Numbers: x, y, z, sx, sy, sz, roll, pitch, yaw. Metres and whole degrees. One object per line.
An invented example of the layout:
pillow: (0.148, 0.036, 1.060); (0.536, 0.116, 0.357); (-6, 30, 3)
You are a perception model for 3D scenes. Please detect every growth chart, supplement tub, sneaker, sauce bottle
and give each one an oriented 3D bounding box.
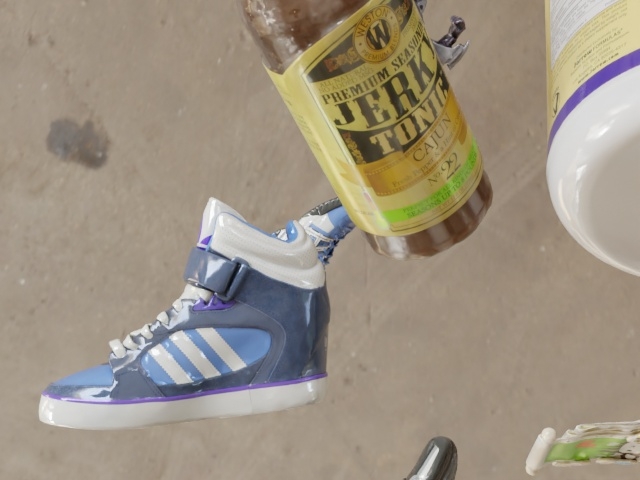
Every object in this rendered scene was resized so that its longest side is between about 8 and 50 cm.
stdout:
growth chart: (0.346, 0.227, 1.321); (0.237, 0.021, 0.172); (-6, 153, 9)
supplement tub: (0.287, -0.160, 0.885); (0.241, 0.331, 0.241); (5, 146, 3)
sneaker: (-0.149, 0.074, 1.299); (0.322, 0.130, 0.236); (-5, 89, -9)
sauce bottle: (0.012, -0.133, 0.788); (0.111, 0.111, 0.344); (-19, 131, 17)
sneaker: (0.056, 0.308, 1.341); (0.132, 0.229, 0.086); (20, 167, 29)
sneaker: (0.000, 0.000, 1.759); (0.211, 0.080, 0.081); (-33, 74, 22)

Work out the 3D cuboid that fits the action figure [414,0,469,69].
action figure: (0.102, -0.284, 1.413); (0.099, 0.285, 0.185); (-9, 165, 27)
